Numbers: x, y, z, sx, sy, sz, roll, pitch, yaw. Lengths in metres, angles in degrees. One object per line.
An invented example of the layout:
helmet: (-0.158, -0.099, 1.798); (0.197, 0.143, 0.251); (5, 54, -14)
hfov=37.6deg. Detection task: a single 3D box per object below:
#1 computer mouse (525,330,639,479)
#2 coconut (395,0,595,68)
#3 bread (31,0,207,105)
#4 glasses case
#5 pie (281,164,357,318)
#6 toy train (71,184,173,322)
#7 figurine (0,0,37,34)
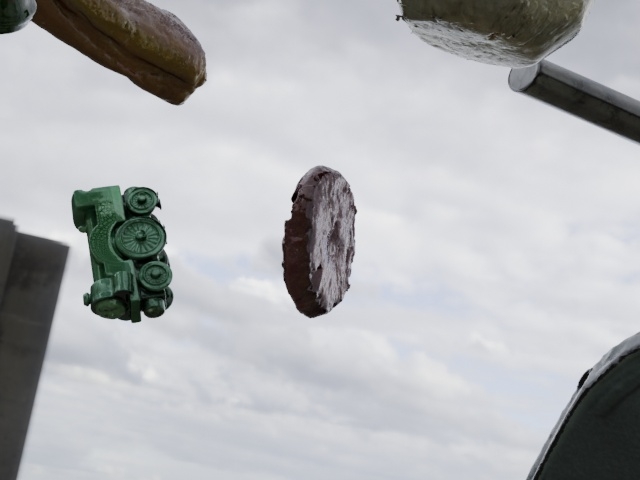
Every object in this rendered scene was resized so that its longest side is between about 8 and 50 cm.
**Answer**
computer mouse: (0.301, 0.246, 0.914); (0.203, 0.374, 0.114); (40, 22, 28)
coconut: (0.202, -0.333, 1.039); (0.244, 0.248, 0.245); (18, 0, 0)
bread: (-0.322, -0.337, 1.362); (0.109, 0.185, 0.380); (-44, -36, 14)
glasses case: (0.430, -0.193, 1.395); (0.299, 0.060, 0.114); (20, 11, -13)
pie: (0.000, 0.000, 0.925); (0.036, 0.155, 0.154); (2, -19, 21)
toy train: (-0.224, 0.013, 1.074); (0.104, 0.178, 0.071); (-7, -34, -15)
figurine: (-0.321, -0.312, 0.927); (0.167, 0.281, 0.370); (23, -56, -19)
